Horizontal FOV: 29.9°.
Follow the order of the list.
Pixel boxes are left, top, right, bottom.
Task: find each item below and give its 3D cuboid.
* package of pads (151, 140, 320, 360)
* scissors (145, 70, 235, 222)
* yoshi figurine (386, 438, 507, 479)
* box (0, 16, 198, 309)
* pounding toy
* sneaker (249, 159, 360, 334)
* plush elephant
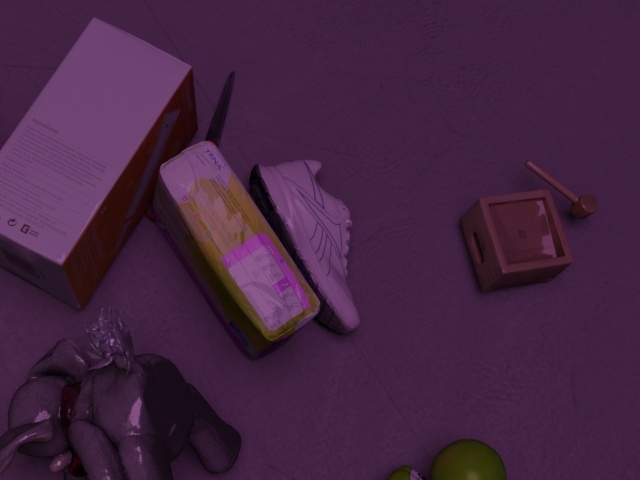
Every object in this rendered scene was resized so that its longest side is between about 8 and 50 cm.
[{"bbox_3d":[-0.130,0.020,1.717,0.101,0.229,0.296,-33,85,-17],"label":"package of pads"},{"bbox_3d":[-0.170,-0.128,1.882,0.109,0.021,0.297,29,70,3],"label":"scissors"},{"bbox_3d":[0.263,0.423,1.700,0.362,0.203,0.203,41,60,7],"label":"yoshi figurine"},{"bbox_3d":[-0.337,-0.108,1.735,0.168,0.215,0.345,28,71,7],"label":"box"},{"bbox_3d":[0.333,-0.028,1.897,0.206,0.094,0.181,-8,69,-21],"label":"pounding toy"},{"bbox_3d":[0.000,0.000,1.825,0.129,0.111,0.297,-20,78,-20],"label":"sneaker"},{"bbox_3d":[-0.311,0.261,1.633,0.330,0.255,0.272,63,27,-21],"label":"plush elephant"}]
